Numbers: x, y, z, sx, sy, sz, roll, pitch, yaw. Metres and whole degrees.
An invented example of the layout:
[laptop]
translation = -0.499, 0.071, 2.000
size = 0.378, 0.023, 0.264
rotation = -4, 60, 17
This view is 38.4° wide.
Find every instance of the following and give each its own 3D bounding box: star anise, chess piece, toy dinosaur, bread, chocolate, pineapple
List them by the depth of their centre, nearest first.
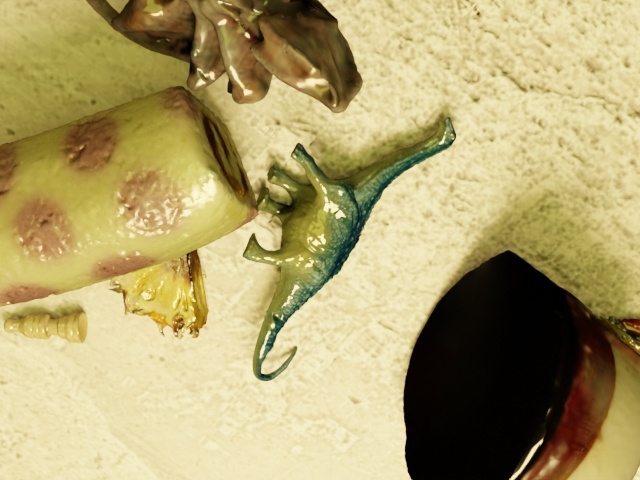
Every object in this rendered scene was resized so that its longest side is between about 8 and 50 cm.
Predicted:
[star anise]
translation = -0.077, -0.252, 0.818
size = 0.316, 0.139, 0.359
rotation = -43, 79, 34
[bread]
translation = -0.244, -0.029, 0.920
size = 0.338, 0.187, 0.155
rotation = -18, 80, 7
[chocolate]
translation = 0.227, 0.172, 0.967
size = 0.186, 0.283, 0.283
rotation = 19, 108, -21
[toy dinosaur]
translation = -0.007, -0.009, 0.993
size = 0.147, 0.076, 0.363
rotation = 31, 102, -16
[pineapple]
translation = -0.174, 0.043, 1.014
size = 0.137, 0.069, 0.116
rotation = 34, 106, -8
[chess piece]
translation = -0.317, 0.099, 1.054
size = 0.092, 0.035, 0.035
rotation = 1, 108, 4

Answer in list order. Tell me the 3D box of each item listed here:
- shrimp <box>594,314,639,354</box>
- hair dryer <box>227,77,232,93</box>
[shrimp]
translation = 0.380, 0.129, 1.057
size = 0.190, 0.042, 0.101
rotation = 29, 86, -8
[hair dryer]
translation = 0.003, -0.298, 0.909
size = 0.320, 0.156, 0.284
rotation = 6, 129, 12
